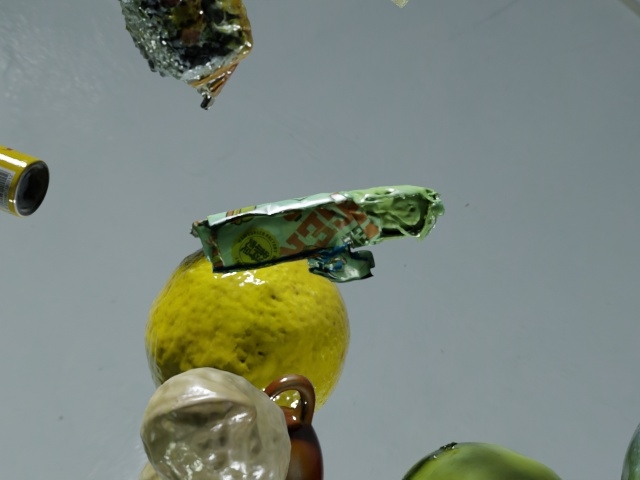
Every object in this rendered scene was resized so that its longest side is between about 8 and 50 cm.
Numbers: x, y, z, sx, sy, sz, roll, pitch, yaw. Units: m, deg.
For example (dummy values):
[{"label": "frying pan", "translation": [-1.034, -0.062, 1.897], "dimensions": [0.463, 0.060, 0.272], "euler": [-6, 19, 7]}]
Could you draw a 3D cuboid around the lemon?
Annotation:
[{"label": "lemon", "translation": [-0.127, 0.168, 1.858], "dimensions": [0.350, 0.387, 0.350], "euler": [7, 114, 16]}]

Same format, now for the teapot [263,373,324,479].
[{"label": "teapot", "translation": [-0.071, 0.285, 1.415], "dimensions": [0.135, 0.178, 0.252], "euler": [4, 112, -28]}]

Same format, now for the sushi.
[{"label": "sushi", "translation": [-0.220, -0.364, 1.858], "dimensions": [0.184, 0.139, 0.274], "euler": [-32, 98, -14]}]

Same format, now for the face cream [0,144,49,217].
[{"label": "face cream", "translation": [-0.630, -0.140, 1.843], "dimensions": [0.349, 0.105, 0.105], "euler": [19, 90, 15]}]

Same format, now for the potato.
[{"label": "potato", "translation": [0.183, 0.328, 1.210], "dimensions": [0.216, 0.304, 0.216], "euler": [-1, 93, -13]}]

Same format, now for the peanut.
[{"label": "peanut", "translation": [-0.094, 0.199, 0.953], "dimensions": [0.136, 0.298, 0.120], "euler": [-11, 58, -12]}]

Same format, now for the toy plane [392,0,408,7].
[{"label": "toy plane", "translation": [0.117, -0.323, 1.107], "dimensions": [0.242, 0.256, 0.104], "euler": [8, 67, -34]}]

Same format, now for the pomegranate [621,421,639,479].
[{"label": "pomegranate", "translation": [0.247, 0.178, 0.615], "dimensions": [0.181, 0.181, 0.224], "euler": [15, 124, 5]}]

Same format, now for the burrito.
[{"label": "burrito", "translation": [0.000, 0.000, 1.237], "dimensions": [0.288, 0.054, 0.104], "euler": [-10, 96, -3]}]
